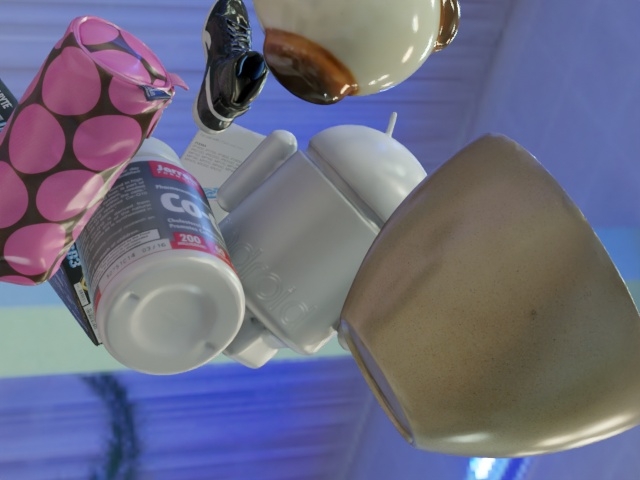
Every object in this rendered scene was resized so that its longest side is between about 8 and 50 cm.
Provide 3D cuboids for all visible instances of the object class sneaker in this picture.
[{"bbox_3d":[-0.110,-0.259,1.944,0.121,0.079,0.217,-26,-128,53],"label":"sneaker"}]

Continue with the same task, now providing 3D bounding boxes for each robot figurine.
[{"bbox_3d":[0.000,0.000,1.720,0.300,0.353,0.200,47,2,19],"label":"robot figurine"}]

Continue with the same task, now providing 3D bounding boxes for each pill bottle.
[{"bbox_3d":[-0.193,0.005,1.590,0.283,0.161,0.161,-116,-148,-51],"label":"pill bottle"}]

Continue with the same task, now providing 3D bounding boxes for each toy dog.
[{"bbox_3d":[0.023,-0.349,1.439,0.395,0.284,0.408,23,-45,38],"label":"toy dog"}]

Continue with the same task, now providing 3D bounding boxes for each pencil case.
[{"bbox_3d":[-0.192,-0.060,1.056,0.209,0.098,0.095,-51,-135,23],"label":"pencil case"}]

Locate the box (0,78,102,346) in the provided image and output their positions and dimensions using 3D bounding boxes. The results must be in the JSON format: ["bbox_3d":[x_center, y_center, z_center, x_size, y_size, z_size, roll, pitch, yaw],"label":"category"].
[{"bbox_3d":[-0.381,-0.043,1.949,0.295,0.073,0.293,43,-26,45],"label":"box"}]

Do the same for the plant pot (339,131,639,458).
[{"bbox_3d":[0.130,0.077,1.208,0.284,0.191,0.284,58,-8,13],"label":"plant pot"}]

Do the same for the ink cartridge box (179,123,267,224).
[{"bbox_3d":[-0.175,0.001,2.128,0.306,0.131,0.226,-59,159,-26],"label":"ink cartridge box"}]
